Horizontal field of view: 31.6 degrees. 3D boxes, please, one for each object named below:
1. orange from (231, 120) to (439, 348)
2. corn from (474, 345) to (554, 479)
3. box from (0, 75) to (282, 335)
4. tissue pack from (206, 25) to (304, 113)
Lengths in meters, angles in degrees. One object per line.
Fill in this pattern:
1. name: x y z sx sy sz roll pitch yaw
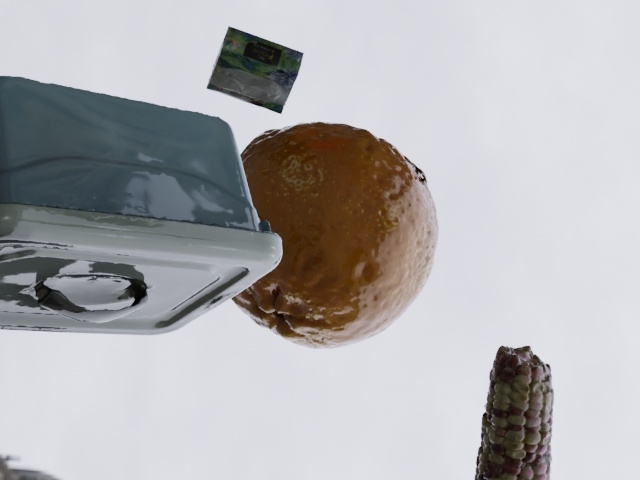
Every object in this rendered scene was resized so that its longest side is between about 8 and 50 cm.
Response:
1. orange: 0.000 0.000 1.653 0.340 0.340 0.293 -9 -137 44
2. corn: 0.214 0.253 1.233 0.092 0.092 0.281 17 -73 47
3. box: -0.154 -0.009 0.734 0.162 0.227 0.130 -33 -118 44
4. tissue pack: -0.091 -0.224 1.537 0.085 0.111 0.079 119 -13 -48
